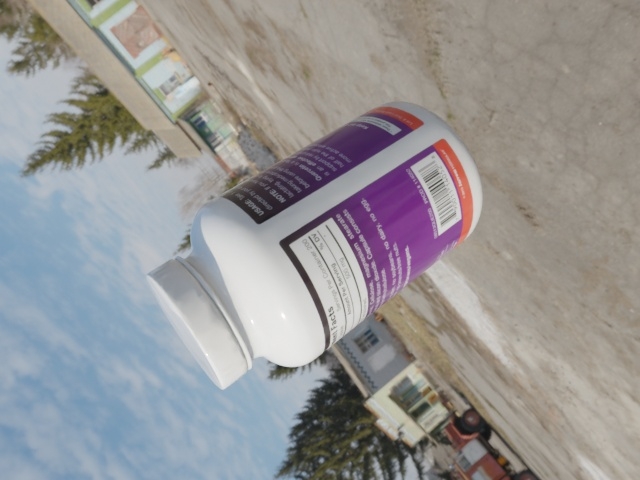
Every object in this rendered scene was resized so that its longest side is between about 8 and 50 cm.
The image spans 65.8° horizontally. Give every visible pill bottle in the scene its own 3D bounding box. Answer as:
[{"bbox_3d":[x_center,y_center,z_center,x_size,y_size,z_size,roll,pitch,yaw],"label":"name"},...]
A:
[{"bbox_3d":[0.000,0.000,0.504,0.181,0.322,0.182,43,154,28],"label":"pill bottle"}]
